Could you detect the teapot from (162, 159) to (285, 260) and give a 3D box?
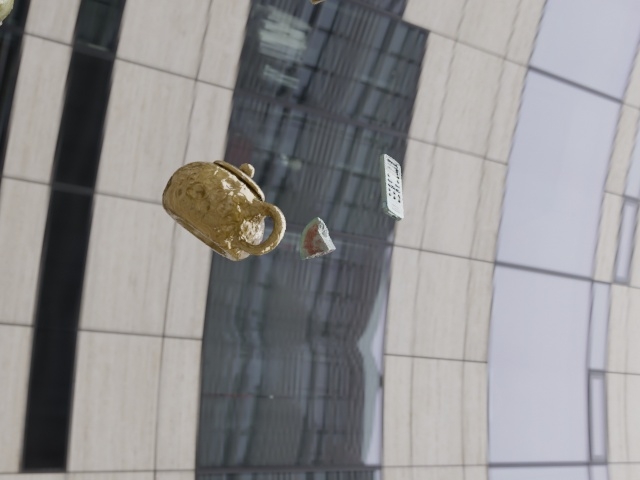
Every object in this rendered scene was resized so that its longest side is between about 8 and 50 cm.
[{"bbox_3d":[-0.171,-0.071,1.660,0.311,0.203,0.167,29,-103,41],"label":"teapot"}]

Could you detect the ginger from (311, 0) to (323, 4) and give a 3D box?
[{"bbox_3d":[0.038,-0.380,1.219,0.299,0.117,0.065,-171,-113,-72],"label":"ginger"}]

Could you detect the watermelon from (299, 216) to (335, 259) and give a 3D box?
[{"bbox_3d":[0.000,0.000,1.685,0.061,0.085,0.085,28,-75,45],"label":"watermelon"}]

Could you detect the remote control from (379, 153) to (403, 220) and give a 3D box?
[{"bbox_3d":[0.125,-0.094,1.590,0.017,0.053,0.125,-26,-130,35],"label":"remote control"}]

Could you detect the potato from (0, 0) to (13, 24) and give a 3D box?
[{"bbox_3d":[-0.564,-0.427,1.358,0.307,0.210,0.173,48,-25,32],"label":"potato"}]
